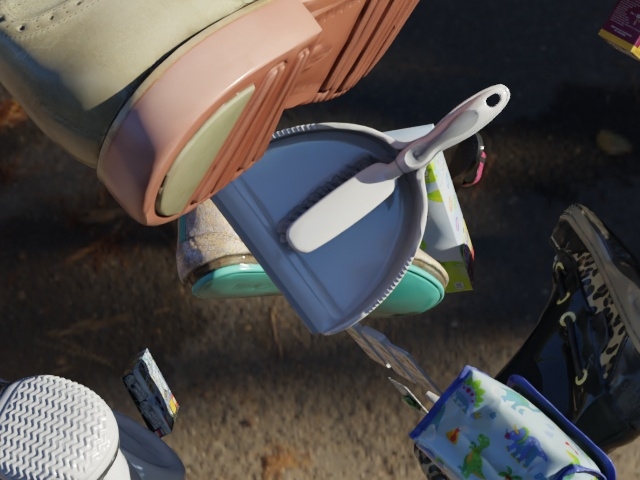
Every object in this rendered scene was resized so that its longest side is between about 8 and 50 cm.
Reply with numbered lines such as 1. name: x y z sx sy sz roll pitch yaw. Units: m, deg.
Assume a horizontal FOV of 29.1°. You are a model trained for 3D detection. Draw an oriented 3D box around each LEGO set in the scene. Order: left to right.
1. LEGO set: 0.140 0.176 1.440 0.060 0.244 0.182 -45 24 -11

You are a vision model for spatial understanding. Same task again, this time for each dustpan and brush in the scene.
1. dustpan and brush: 0.039 -0.041 0.845 0.211 0.147 0.060 -36 6 6

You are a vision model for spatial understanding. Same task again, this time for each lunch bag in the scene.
1. lunch bag: 0.167 0.179 1.008 0.096 0.151 0.129 -50 57 5

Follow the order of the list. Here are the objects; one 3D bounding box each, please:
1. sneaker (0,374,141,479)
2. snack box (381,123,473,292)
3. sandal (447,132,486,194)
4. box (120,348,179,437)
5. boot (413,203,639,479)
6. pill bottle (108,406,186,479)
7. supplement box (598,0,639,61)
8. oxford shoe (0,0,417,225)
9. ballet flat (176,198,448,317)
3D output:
1. sneaker: -0.327 0.210 1.231 0.366 0.210 0.137 14 52 31
2. snack box: 0.066 -0.022 1.380 0.175 0.207 0.070 -9 44 17
3. sandal: 0.219 -0.109 1.845 0.040 0.179 0.067 11 66 -6
4. box: -0.223 0.200 1.619 0.027 0.094 0.137 -28 6 0
5. boot: 0.226 0.130 1.238 0.284 0.138 0.377 -45 19 13
6. pill bottle: -0.291 0.341 1.428 0.162 0.162 0.278 36 93 39
7. supplement box: 0.333 -0.235 1.280 0.043 0.083 0.055 35 12 26
8. oxford shoe: -0.032 -0.159 0.730 0.146 0.140 0.397 37 37 8
9. ballet flat: 0.000 0.000 1.102 0.316 0.107 0.106 11 55 -48
